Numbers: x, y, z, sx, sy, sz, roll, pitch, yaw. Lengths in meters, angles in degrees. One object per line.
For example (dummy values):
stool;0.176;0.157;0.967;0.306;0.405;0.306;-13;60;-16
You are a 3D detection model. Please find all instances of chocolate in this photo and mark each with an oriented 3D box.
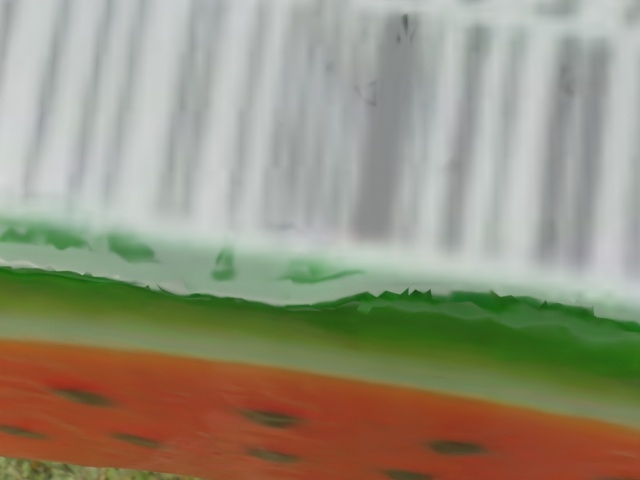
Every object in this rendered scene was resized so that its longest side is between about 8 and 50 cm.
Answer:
chocolate;0.000;0.000;0.469;0.360;0.341;0.161;8;69;3
